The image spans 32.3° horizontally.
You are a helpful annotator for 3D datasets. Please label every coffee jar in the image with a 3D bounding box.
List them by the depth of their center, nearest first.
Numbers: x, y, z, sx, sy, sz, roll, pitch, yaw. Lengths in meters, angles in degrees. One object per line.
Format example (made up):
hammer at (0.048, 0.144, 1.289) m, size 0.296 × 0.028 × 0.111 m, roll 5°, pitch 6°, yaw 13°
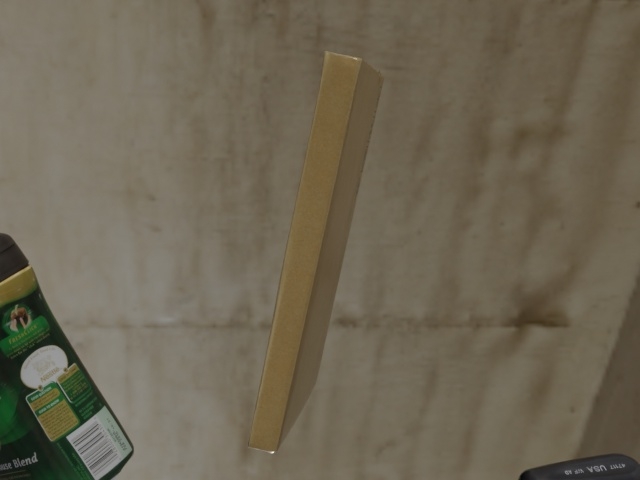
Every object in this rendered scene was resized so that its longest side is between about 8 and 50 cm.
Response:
coffee jar at (-0.206, 0.086, 0.732) m, size 0.096 × 0.079 × 0.184 m, roll -18°, pitch -77°, yaw 46°

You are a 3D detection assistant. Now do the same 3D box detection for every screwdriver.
screwdriver at (0.158, 0.095, 0.463) m, size 0.025 × 0.170 × 0.024 m, roll -157°, pitch -115°, yaw -66°

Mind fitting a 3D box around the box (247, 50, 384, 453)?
box at (0.000, 0.000, 0.615) m, size 0.164 × 0.021 × 0.201 m, roll -37°, pitch 140°, yaw -81°
